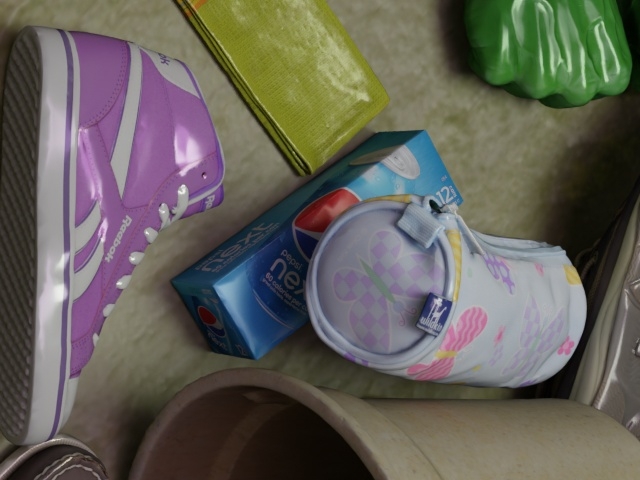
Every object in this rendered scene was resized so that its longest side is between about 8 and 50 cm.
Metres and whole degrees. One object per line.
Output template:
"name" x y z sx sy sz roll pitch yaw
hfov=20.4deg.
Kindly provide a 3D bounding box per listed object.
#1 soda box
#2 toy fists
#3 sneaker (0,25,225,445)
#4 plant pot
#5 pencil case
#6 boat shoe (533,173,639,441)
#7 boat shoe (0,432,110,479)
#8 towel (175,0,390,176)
"soda box" 0.000 0.000 1.304 0.210 0.071 0.067 -37 108 -23
"toy fists" 0.237 -0.178 1.423 0.279 0.096 0.142 -8 83 -28
"sneaker" -0.138 0.003 1.213 0.161 0.102 0.282 8 87 -32
"plant pot" 0.078 0.239 1.238 0.305 0.334 0.333 -4 93 -40
"pencil case" 0.096 0.040 1.272 0.273 0.113 0.124 18 95 -61
"boat shoe" 0.248 0.039 1.411 0.132 0.130 0.355 26 85 -28
"boat shoe" -0.216 0.284 1.174 0.117 0.097 0.324 32 76 -26
"towel" -0.041 -0.168 1.307 0.102 0.021 0.237 -42 110 -21
